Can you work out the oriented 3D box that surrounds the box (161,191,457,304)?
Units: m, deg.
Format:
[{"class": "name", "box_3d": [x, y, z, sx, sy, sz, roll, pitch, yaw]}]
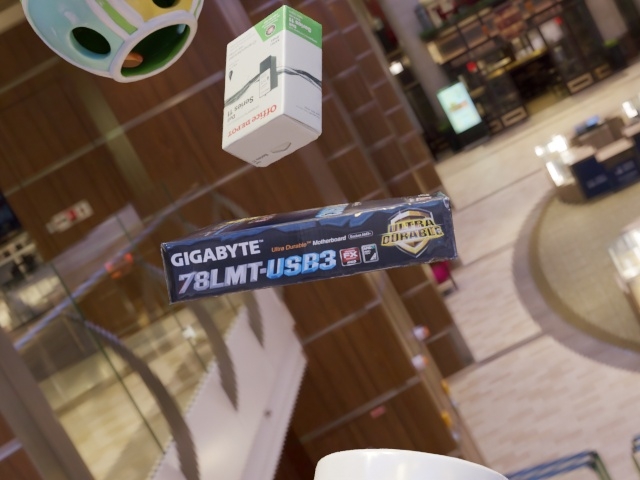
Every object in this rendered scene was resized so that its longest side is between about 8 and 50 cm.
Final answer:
[{"class": "box", "box_3d": [0.000, 0.000, 1.167, 0.293, 0.073, 0.295, -10, 4, 7]}]

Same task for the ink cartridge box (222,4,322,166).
[{"class": "ink cartridge box", "box_3d": [-0.076, -0.243, 1.674, 0.086, 0.209, 0.153, 23, -34, -39]}]

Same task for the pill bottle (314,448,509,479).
[{"class": "pill bottle", "box_3d": [0.029, 0.206, 0.430, 0.124, 0.124, 0.222, -20, 52, 45]}]

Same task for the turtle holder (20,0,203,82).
[{"class": "turtle holder", "box_3d": [-0.243, -0.351, 1.334, 0.320, 0.227, 0.243, -36, -11, 28]}]
